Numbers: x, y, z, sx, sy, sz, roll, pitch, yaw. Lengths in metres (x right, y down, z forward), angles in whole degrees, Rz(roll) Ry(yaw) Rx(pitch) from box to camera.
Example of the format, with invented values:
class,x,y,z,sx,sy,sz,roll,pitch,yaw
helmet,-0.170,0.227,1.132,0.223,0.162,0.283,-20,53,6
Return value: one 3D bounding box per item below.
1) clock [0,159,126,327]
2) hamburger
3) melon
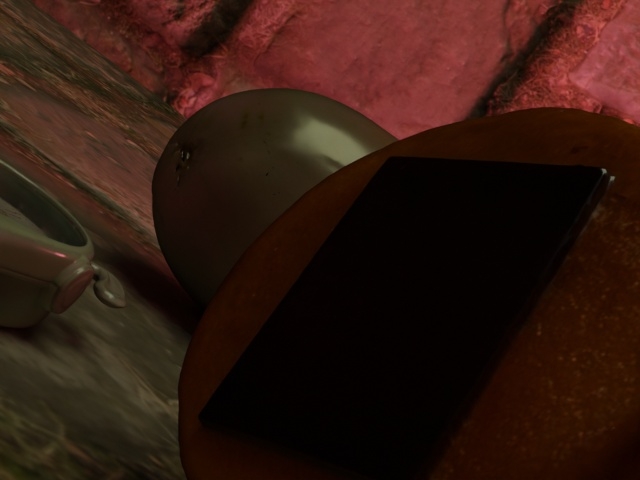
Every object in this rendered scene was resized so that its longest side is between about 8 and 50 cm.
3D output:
class,x,y,z,sx,sy,sz,roll,pitch,yaw
clock,-0.201,-0.009,0.671,0.151,0.062,0.191,40,6,38
hamburger,0.091,0.093,0.532,0.225,0.291,0.291,55,-6,-35
melon,0.000,0.000,0.999,0.317,0.223,0.223,33,7,-38
